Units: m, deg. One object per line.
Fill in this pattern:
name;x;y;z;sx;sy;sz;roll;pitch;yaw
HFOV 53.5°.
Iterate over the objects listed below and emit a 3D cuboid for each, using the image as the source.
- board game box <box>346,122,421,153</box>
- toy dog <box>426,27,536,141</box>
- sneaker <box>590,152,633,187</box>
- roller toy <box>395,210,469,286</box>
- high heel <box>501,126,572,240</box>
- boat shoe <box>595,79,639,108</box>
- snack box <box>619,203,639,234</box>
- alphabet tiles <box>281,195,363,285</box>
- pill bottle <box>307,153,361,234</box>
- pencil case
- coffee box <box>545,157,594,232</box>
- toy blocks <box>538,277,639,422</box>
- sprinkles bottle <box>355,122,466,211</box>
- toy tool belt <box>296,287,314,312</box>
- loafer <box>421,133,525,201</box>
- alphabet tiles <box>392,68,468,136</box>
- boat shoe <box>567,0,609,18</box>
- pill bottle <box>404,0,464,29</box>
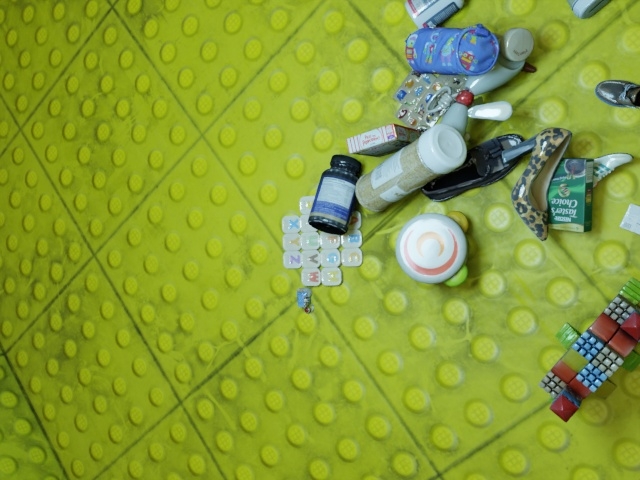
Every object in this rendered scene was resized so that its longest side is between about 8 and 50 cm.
board game box;0.182;-0.276;1.778;0.147;0.193;0.045;-14;87;29
toy dog;0.450;-0.397;1.671;0.161;0.220;0.333;29;116;-21
sneaker;0.702;-0.172;1.594;0.161;0.057;0.075;-10;87;31
roller toy;0.310;0.022;1.744;0.191;0.146;0.209;-1;86;17
high heel;0.566;-0.140;1.570;0.186;0.093;0.261;-25;79;49
boat shoe;0.766;-0.357;1.552;0.183;0.066;0.066;22;100;26
snack box;0.831;-0.028;1.544;0.178;0.022;0.064;26;101;25
alphabet tiles;0.000;0.000;1.974;0.278;0.021;0.284;-2;88;27
pill bottle;0.049;-0.136;1.873;0.123;0.123;0.219;10;76;27
pencil case;0.334;-0.498;1.654;0.306;0.119;0.133;-141;57;-65
coffee box;0.626;-0.116;1.599;0.113;0.040;0.184;13;109;52
toy blocks;0.649;0.271;1.504;0.191;0.261;0.381;41;107;21
sprinkles bottle;0.233;-0.187;1.710;0.355;0.121;0.121;-31;74;56
toy tool belt;-0.054;0.188;1.984;0.052;0.051;0.083;-10;86;27
loafer;0.410;-0.193;1.719;0.303;0.095;0.109;-29;77;24
alphabet tiles;0.324;-0.421;1.814;0.198;0.009;0.237;43;108;20
boat shoe;0.736;-0.680;1.548;0.302;0.109;0.094;-39;71;25
pill bottle;0.334;-0.667;1.752;0.180;0.108;0.108;-32;76;24
